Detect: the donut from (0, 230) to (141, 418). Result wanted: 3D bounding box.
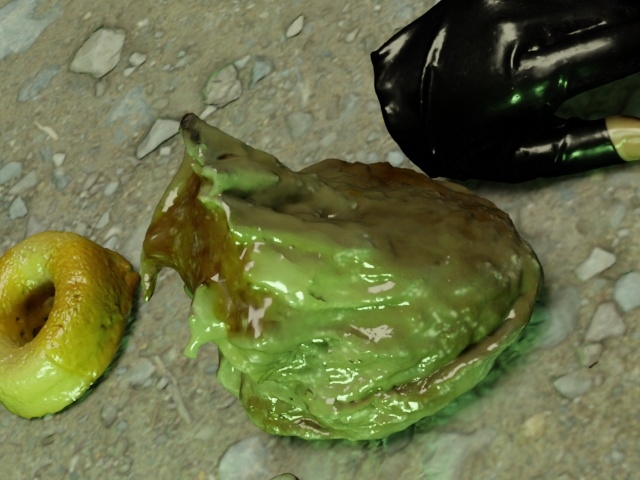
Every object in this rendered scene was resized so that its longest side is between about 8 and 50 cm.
[{"bbox_3d":[-0.264,0.071,1.695,0.174,0.074,0.190,1,58,36],"label":"donut"}]

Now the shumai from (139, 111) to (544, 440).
[{"bbox_3d":[0.000,0.000,1.429,0.314,0.262,0.267,-5,55,31],"label":"shumai"}]

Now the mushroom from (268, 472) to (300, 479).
[{"bbox_3d":[-0.049,0.234,1.449,0.049,0.019,0.101,28,78,46],"label":"mushroom"}]

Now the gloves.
[{"bbox_3d":[0.197,-0.142,1.501,0.301,0.152,0.197,-15,75,8],"label":"gloves"}]
